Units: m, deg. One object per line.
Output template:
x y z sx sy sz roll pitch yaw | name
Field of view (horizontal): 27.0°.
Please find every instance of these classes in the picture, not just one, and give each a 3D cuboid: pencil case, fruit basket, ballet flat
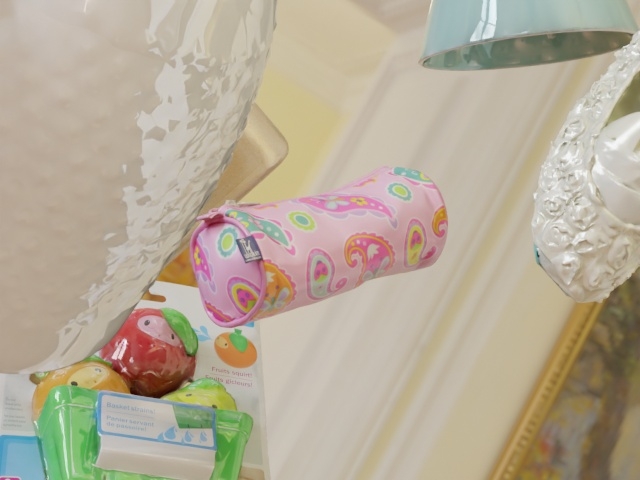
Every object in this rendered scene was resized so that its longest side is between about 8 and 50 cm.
0.000 0.000 1.343 0.284 0.124 0.124 -15 24 -41 | pencil case
-0.210 0.169 1.546 0.327 0.353 0.165 12 -40 -18 | fruit basket
0.334 -0.133 1.305 0.147 0.409 0.147 27 -15 8 | ballet flat

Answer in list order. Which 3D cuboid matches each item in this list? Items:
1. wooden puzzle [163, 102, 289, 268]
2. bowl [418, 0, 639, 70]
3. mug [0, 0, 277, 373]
-0.241 -0.111 1.336 0.322 0.348 0.080 49 -20 -6 | wooden puzzle
0.285 -0.341 1.863 0.311 0.163 0.311 -4 -1 0 | bowl
-0.213 -0.110 0.884 0.374 0.328 0.276 -8 54 -49 | mug
